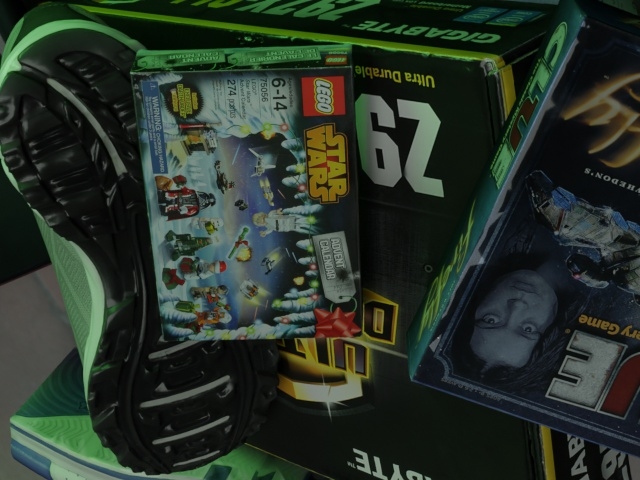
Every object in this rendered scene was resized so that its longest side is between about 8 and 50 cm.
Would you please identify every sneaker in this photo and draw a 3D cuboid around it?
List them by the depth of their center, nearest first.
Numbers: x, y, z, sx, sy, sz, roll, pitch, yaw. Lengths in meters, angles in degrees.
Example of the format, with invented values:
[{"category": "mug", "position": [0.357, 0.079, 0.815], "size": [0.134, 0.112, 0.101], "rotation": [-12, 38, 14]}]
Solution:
[{"category": "sneaker", "position": [-0.091, 0.003, 0.720], "size": [0.100, 0.108, 0.271], "rotation": [-18, 121, -8]}, {"category": "sneaker", "position": [-0.048, 0.196, 0.898], "size": [0.316, 0.127, 0.182], "rotation": [15, 120, 16]}]

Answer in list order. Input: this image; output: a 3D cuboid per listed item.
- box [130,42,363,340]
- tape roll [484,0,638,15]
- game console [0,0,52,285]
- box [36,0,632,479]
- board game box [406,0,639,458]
[{"category": "box", "position": [-0.029, -0.018, 0.632], "size": [0.094, 0.027, 0.137], "rotation": [-2, 120, 3]}, {"category": "tape roll", "position": [0.215, -0.115, 0.628], "size": [0.275, 0.090, 0.274], "rotation": [12, 121, 21]}, {"category": "game console", "position": [-0.313, -0.130, 0.844], "size": [0.342, 0.060, 0.386], "rotation": [-19, 102, 43]}, {"category": "box", "position": [0.000, 0.000, 0.739], "size": [0.322, 0.079, 0.257], "rotation": [15, 123, 42]}, {"category": "board game box", "position": [0.177, 0.019, 0.575], "size": [0.243, 0.042, 0.165], "rotation": [19, 114, -8]}]
